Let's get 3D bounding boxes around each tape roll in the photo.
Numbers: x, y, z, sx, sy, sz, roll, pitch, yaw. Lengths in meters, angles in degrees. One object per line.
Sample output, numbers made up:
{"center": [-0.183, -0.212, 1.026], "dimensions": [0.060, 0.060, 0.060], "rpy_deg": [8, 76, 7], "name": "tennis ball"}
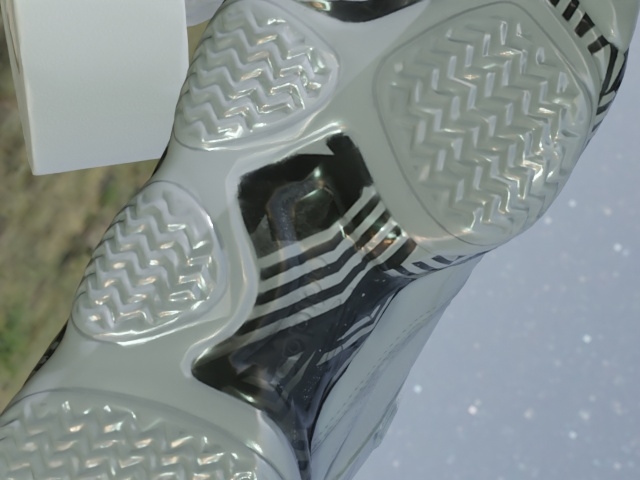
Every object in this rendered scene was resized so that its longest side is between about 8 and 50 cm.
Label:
{"center": [-0.158, -0.188, 0.983], "dimensions": [0.286, 0.100, 0.286], "rpy_deg": [170, -90, -79], "name": "tape roll"}

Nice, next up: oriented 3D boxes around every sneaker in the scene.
{"center": [0.000, 0.000, 0.631], "dimensions": [0.366, 0.137, 0.210], "rpy_deg": [-56, 175, 3], "name": "sneaker"}

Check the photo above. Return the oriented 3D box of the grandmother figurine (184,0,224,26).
{"center": [-0.055, -0.323, 1.172], "dimensions": [0.104, 0.207, 0.342], "rpy_deg": [40, -67, 41], "name": "grandmother figurine"}
